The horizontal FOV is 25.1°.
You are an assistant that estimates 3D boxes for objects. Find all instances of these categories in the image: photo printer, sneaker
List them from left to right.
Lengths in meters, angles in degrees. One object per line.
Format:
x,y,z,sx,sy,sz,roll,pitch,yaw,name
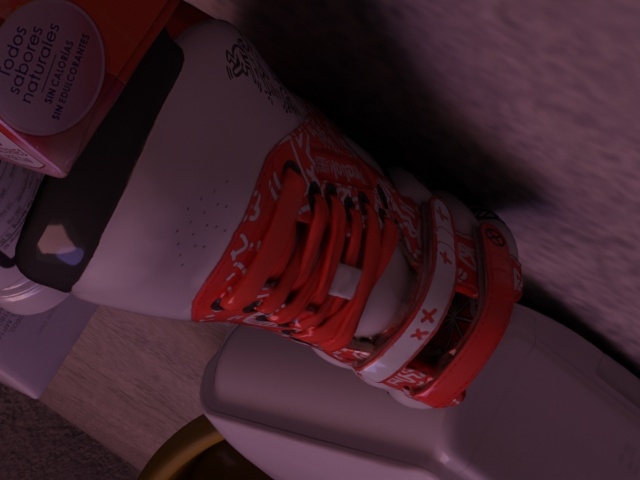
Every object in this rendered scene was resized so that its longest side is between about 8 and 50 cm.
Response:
0.001,-0.001,0.479,0.145,0.090,0.270,29,-177,2,sneaker
0.082,0.125,0.774,0.256,0.107,0.307,37,164,-23,photo printer

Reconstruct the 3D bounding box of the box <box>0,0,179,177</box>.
-0.148,-0.118,0.391,0.257,0.122,0.128,16,160,44,box

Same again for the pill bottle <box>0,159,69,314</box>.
-0.215,-0.033,0.840,0.108,0.108,0.193,20,162,35,pill bottle

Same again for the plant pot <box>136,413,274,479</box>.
-0.037,0.239,1.178,0.254,0.254,0.239,33,-178,-7,plant pot

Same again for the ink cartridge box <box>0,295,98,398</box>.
-0.316,-0.035,0.993,0.226,0.131,0.306,19,160,39,ink cartridge box
